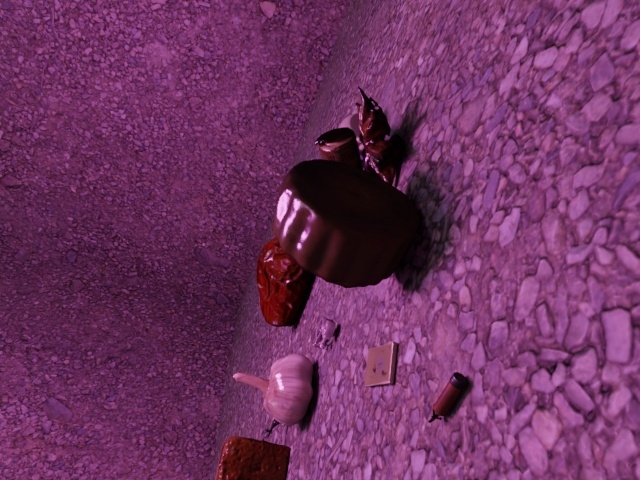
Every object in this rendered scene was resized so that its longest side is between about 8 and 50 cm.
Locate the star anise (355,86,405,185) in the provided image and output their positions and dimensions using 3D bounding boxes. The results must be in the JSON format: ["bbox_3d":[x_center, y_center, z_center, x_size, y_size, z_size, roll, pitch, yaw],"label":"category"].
[{"bbox_3d":[0.152,-0.252,1.101,0.272,0.102,0.272,167,90,-88],"label":"star anise"}]

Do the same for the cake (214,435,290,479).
[{"bbox_3d":[-0.228,0.708,1.347,0.293,0.198,0.196,129,151,-61],"label":"cake"}]

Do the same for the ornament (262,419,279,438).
[{"bbox_3d":[-0.134,0.560,1.360,0.125,0.028,0.073,-40,-11,-40],"label":"ornament"}]

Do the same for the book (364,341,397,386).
[{"bbox_3d":[0.116,0.243,0.861,0.111,0.014,0.077,132,151,-62],"label":"book"}]

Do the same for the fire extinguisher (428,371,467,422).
[{"bbox_3d":[0.176,0.223,0.617,0.022,0.028,0.083,43,121,39],"label":"fire extinguisher"}]

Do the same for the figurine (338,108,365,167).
[{"bbox_3d":[0.088,-0.268,1.354,0.155,0.127,0.235,67,151,17],"label":"figurine"}]

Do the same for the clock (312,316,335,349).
[{"bbox_3d":[0.012,0.256,1.217,0.129,0.041,0.087,135,153,-74],"label":"clock"}]

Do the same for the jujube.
[{"bbox_3d":[-0.139,0.155,1.638,0.216,0.216,0.342,-119,33,-72],"label":"jujube"}]

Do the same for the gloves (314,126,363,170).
[{"bbox_3d":[0.064,-0.142,1.226,0.154,0.141,0.331,-91,-5,-54],"label":"gloves"}]

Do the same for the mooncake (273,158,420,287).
[{"bbox_3d":[0.044,-0.036,0.903,0.290,0.290,0.161,-94,21,-55],"label":"mooncake"}]

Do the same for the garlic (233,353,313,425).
[{"bbox_3d":[-0.136,0.408,1.252,0.199,0.226,0.199,-164,90,-82],"label":"garlic"}]
